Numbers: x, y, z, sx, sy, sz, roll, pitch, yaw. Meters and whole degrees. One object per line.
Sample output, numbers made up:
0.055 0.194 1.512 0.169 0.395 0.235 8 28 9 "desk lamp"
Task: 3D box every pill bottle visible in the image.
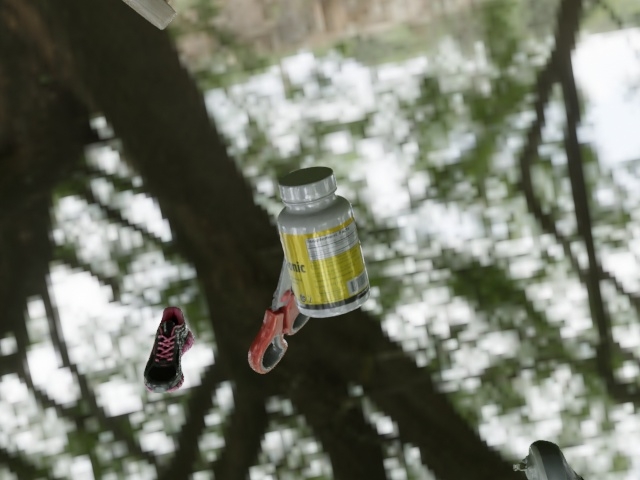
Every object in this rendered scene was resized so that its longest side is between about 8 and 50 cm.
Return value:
0.000 0.000 1.601 0.065 0.116 0.065 -11 -161 4 "pill bottle"

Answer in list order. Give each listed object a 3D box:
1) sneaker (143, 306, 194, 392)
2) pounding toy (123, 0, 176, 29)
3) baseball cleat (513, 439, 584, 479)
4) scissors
-0.168 0.117 2.091 0.047 0.057 0.119 1 -144 5 "sneaker"
-0.125 -0.254 1.082 0.155 0.269 0.154 -50 -133 -4 "pounding toy"
0.220 0.219 1.503 0.109 0.206 0.072 -17 -137 3 "baseball cleat"
-0.045 0.070 1.976 0.109 0.021 0.297 -49 168 -10 "scissors"
